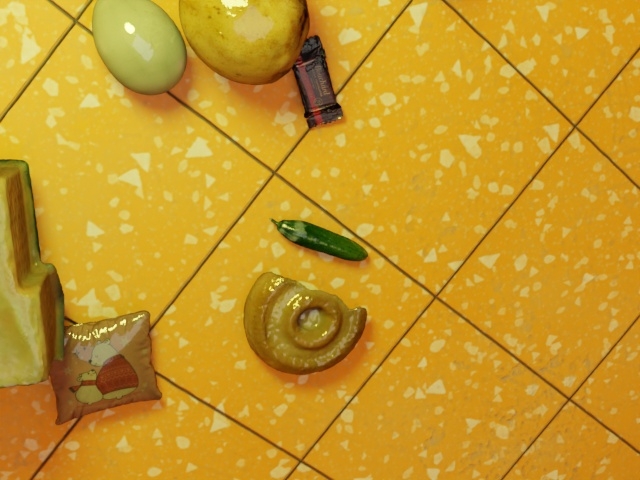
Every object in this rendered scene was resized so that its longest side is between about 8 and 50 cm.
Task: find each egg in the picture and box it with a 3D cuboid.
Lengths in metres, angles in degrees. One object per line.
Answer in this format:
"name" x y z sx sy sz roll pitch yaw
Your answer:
"egg" -0.336 -0.366 1.814 0.151 0.151 0.209 -36 115 -3

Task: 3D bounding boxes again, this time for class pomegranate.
"pomegranate" -0.137 -0.411 1.807 0.260 0.260 0.261 -6 111 -16

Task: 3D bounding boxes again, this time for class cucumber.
"cucumber" 0.000 0.000 2.107 0.250 0.056 0.056 19 102 -23

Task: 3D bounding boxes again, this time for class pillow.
"pillow" -0.453 0.263 2.039 0.236 0.084 0.223 -12 114 -11

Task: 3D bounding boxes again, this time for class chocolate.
"chocolate" -0.014 -0.321 2.002 0.086 0.028 0.183 -21 113 -1

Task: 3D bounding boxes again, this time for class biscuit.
"biscuit" -0.040 0.193 2.144 0.274 0.091 0.213 16 102 -24

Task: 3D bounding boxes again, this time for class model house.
"model house" -0.652 0.054 1.784 0.334 0.342 0.382 -3 101 -8
